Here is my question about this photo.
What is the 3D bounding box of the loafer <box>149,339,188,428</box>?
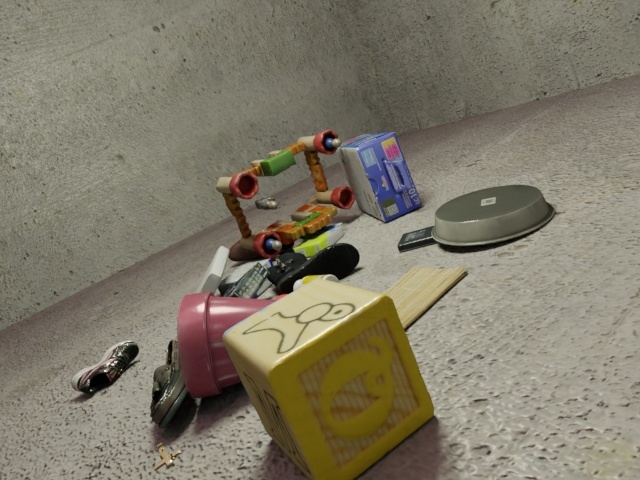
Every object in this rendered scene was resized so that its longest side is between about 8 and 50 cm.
[{"bbox_3d":[-0.303,0.277,1.025,0.096,0.084,0.267,-54,7,7],"label":"loafer"}]

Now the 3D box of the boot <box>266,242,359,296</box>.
[{"bbox_3d":[-0.031,0.065,1.418,0.246,0.094,0.207,-31,18,-5],"label":"boot"}]

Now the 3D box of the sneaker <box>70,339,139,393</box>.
[{"bbox_3d":[-0.536,0.332,1.311,0.077,0.072,0.178,10,41,45],"label":"sneaker"}]

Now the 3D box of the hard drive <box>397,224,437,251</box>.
[{"bbox_3d":[0.278,-0.011,1.364,0.135,0.022,0.094,-16,15,26],"label":"hard drive"}]

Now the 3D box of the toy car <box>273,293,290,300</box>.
[{"bbox_3d":[-0.081,0.180,1.154,0.224,0.053,0.239,-9,19,45],"label":"toy car"}]

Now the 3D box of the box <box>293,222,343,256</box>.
[{"bbox_3d":[0.000,0.000,1.725,0.109,0.043,0.178,-13,16,35],"label":"box"}]

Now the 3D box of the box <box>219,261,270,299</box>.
[{"bbox_3d":[-0.233,0.161,1.346,0.175,0.051,0.220,-42,8,18],"label":"box"}]

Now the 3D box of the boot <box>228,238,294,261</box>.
[{"bbox_3d":[-0.222,0.025,1.882,0.248,0.090,0.207,-21,11,-7],"label":"boot"}]

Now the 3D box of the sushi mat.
[{"bbox_3d":[0.156,0.131,1.037,0.316,0.019,0.151,-33,16,-35],"label":"sushi mat"}]

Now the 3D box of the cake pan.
[{"bbox_3d":[0.412,-0.070,1.257,0.293,0.054,0.293,-16,16,5],"label":"cake pan"}]

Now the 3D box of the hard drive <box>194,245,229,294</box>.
[{"bbox_3d":[-0.334,0.143,1.492,0.203,0.040,0.307,-61,11,8],"label":"hard drive"}]

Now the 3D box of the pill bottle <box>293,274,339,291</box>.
[{"bbox_3d":[-0.012,0.117,1.254,0.116,0.065,0.065,-7,21,47],"label":"pill bottle"}]

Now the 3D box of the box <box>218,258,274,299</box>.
[{"bbox_3d":[-0.218,0.123,1.545,0.126,0.072,0.137,-13,17,37],"label":"box"}]

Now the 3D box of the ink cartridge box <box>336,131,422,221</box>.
[{"bbox_3d":[0.200,-0.225,1.778,0.151,0.270,0.395,-25,14,-4],"label":"ink cartridge box"}]

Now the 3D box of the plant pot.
[{"bbox_3d":[-0.164,0.192,0.996,0.180,0.202,0.201,-7,13,-3],"label":"plant pot"}]

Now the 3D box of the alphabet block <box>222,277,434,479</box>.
[{"bbox_3d":[0.004,0.184,0.713,0.192,0.194,0.197,-30,15,-21],"label":"alphabet block"}]

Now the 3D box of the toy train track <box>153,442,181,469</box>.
[{"bbox_3d":[-0.263,0.356,0.861,0.048,0.014,0.083,-29,15,-25],"label":"toy train track"}]

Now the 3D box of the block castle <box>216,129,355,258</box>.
[{"bbox_3d":[-0.093,-0.160,1.738,0.453,0.303,0.212,-34,26,-34],"label":"block castle"}]
